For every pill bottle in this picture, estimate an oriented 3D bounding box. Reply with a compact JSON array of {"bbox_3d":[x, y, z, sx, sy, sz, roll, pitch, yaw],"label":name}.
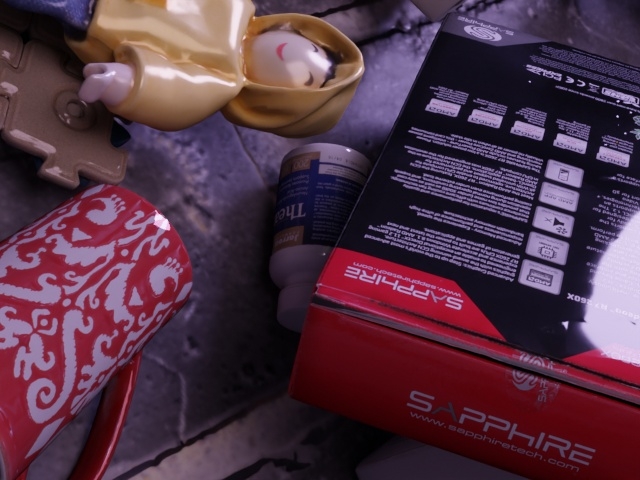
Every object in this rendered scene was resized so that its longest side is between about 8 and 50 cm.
[{"bbox_3d":[0.000,0.000,0.799,0.067,0.067,0.120,21,60,-28],"label":"pill bottle"}]

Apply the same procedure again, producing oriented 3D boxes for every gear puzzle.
[{"bbox_3d":[-0.260,-0.144,0.686,0.339,0.044,0.175,24,51,-28],"label":"gear puzzle"}]

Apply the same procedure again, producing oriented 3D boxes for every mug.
[{"bbox_3d":[-0.158,0.061,0.653,0.113,0.150,0.169,26,43,19],"label":"mug"}]

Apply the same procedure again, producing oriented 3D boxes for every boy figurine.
[{"bbox_3d":[-0.101,-0.137,0.718,0.285,0.092,0.177,29,44,-20],"label":"boy figurine"}]

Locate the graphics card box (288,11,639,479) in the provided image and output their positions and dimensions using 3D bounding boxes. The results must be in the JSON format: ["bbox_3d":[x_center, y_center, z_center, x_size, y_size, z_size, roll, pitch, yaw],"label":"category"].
[{"bbox_3d":[0.143,-0.008,0.747,0.233,0.094,0.371,17,38,6],"label":"graphics card box"}]

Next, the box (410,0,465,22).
[{"bbox_3d":[0.124,-0.330,0.963,0.148,0.121,0.311,43,42,-14],"label":"box"}]

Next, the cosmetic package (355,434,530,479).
[{"bbox_3d":[0.265,0.141,0.871,0.453,0.161,0.230,-27,87,-40],"label":"cosmetic package"}]
